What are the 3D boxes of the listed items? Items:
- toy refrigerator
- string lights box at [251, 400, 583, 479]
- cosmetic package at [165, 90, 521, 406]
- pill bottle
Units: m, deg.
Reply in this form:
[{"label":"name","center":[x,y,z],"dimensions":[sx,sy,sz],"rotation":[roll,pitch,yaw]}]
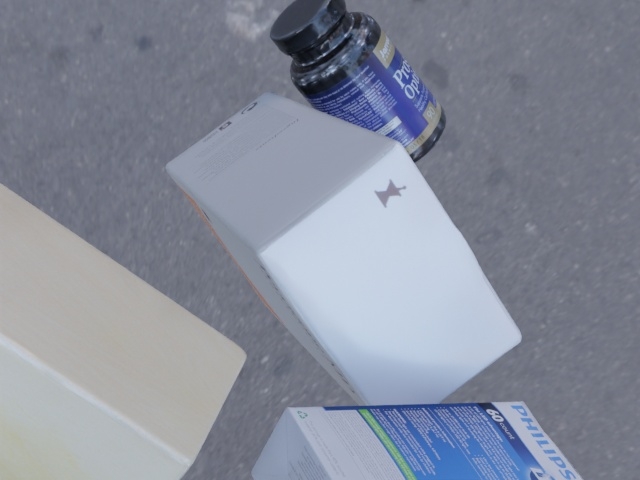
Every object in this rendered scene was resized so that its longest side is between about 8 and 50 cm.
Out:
[{"label":"toy refrigerator","center":[-0.182,0.037,0.585],"dimensions":[0.269,0.094,0.102],"rotation":[35,29,-6]},{"label":"string lights box","center":[0.092,0.199,0.915],"dimensions":[0.260,0.076,0.133],"rotation":[6,34,-37]},{"label":"cosmetic package","center":[0.000,0.000,1.203],"dimensions":[0.161,0.453,0.230],"rotation":[-37,110,-7]},{"label":"pill bottle","center":[0.042,-0.190,1.365],"dimensions":[0.219,0.123,0.123],"rotation":[48,65,-29]}]
